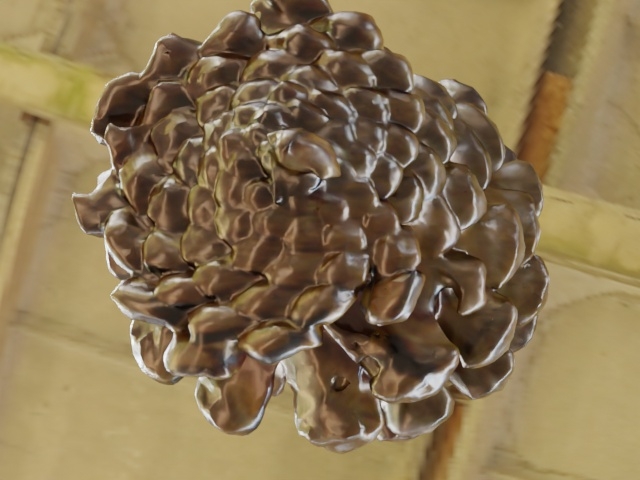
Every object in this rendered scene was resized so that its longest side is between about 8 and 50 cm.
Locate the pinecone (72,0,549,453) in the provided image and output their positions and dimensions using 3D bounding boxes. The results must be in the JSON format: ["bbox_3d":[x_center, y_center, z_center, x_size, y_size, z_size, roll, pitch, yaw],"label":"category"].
[{"bbox_3d":[0.001,-0.002,0.787,0.150,0.195,0.179,-33,-125,38],"label":"pinecone"}]
